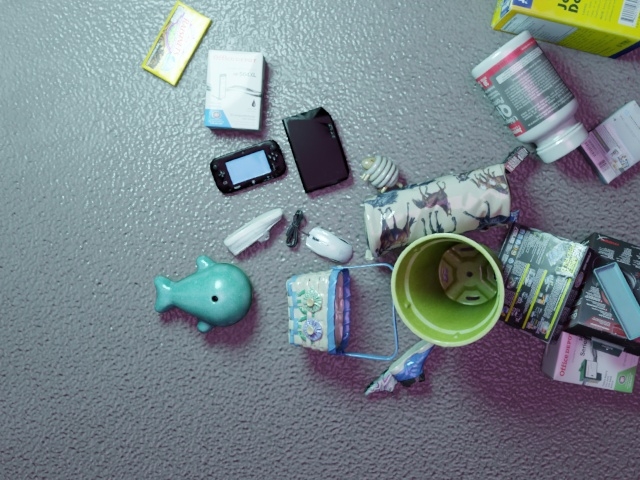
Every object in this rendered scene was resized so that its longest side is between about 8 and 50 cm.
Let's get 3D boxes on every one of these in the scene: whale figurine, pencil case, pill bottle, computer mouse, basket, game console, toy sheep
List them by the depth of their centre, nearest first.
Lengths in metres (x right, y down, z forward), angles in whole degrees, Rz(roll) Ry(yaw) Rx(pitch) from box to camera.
[{"bbox_3d":[0.554,-0.366,1.649,0.176,0.176,0.318,-36,92,2],"label":"pill bottle"},{"bbox_3d":[0.060,0.190,1.674,0.289,0.201,0.254,-3,93,10],"label":"basket"},{"bbox_3d":[0.303,-0.069,1.677,0.411,0.160,0.183,-14,108,1],"label":"pencil case"},{"bbox_3d":[-0.321,0.148,1.705,0.272,0.141,0.216,1,94,1],"label":"whale figurine"},{"bbox_3d":[0.167,-0.180,1.711,0.132,0.091,0.091,33,93,-16],"label":"toy sheep"},{"bbox_3d":[-0.117,-0.213,1.730,0.362,0.044,0.213,-18,93,2],"label":"game console"},{"bbox_3d":[0.000,0.000,1.743,0.193,0.042,0.106,25,93,-1],"label":"computer mouse"}]

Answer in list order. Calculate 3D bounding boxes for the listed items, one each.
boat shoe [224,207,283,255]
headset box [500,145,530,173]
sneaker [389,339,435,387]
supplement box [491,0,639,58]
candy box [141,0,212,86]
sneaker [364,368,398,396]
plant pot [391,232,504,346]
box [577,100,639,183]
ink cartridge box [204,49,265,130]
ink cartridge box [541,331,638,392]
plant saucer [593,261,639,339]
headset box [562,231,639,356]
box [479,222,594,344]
[{"bbox_3d":[-0.174,-0.021,1.735,0.184,0.066,0.063,-33,107,0],"label":"boat shoe"},{"bbox_3d":[0.521,-0.215,1.715,0.032,0.062,0.083,42,92,-1],"label":"headset box"},{"bbox_3d":[0.273,0.344,1.756,0.152,0.058,0.084,-39,98,-3],"label":"sneaker"},{"bbox_3d":[0.655,-0.620,1.622,0.357,0.194,0.195,14,94,-1],"label":"supplement box"},{"bbox_3d":[-0.391,-0.535,1.719,0.105,0.027,0.205,29,94,-5],"label":"candy box"},{"bbox_3d":[0.178,0.416,1.770,0.098,0.038,0.069,-42,92,3],"label":"sneaker"},{"bbox_3d":[0.353,0.105,1.620,0.276,0.254,0.275,4,98,26],"label":"plant pot"},{"bbox_3d":[0.812,-0.267,1.722,0.186,0.038,0.145,-37,93,3],"label":"box"},{"bbox_3d":[-0.229,-0.400,1.697,0.148,0.086,0.203,3,94,0],"label":"ink cartridge box"},{"bbox_3d":[0.739,0.315,1.732,0.220,0.092,0.160,9,93,-1],"label":"ink cartridge box"},{"bbox_3d":[0.756,0.152,1.590,0.067,0.018,0.191,-18,73,-9],"label":"plant saucer"},{"bbox_3d":[0.774,0.155,1.658,0.218,0.110,0.293,18,70,2],"label":"headset box"},{"bbox_3d":[0.566,0.110,1.676,0.216,0.060,0.269,23,94,39],"label":"box"}]
